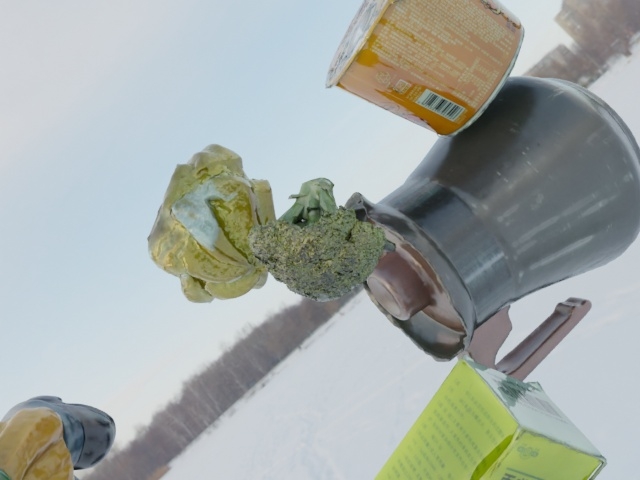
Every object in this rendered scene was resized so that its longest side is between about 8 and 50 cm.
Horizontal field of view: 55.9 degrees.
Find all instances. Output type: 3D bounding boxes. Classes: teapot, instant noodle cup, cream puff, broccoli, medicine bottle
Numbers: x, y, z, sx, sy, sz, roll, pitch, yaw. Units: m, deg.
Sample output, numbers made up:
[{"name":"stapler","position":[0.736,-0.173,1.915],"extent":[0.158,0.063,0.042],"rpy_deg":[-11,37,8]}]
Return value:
[{"name":"teapot","position":[0.238,0.002,0.835],"extent":[0.361,0.376,0.305],"rpy_deg":[-35,17,-15]},{"name":"instant noodle cup","position":[0.127,-0.239,0.736],"extent":[0.216,0.172,0.216],"rpy_deg":[-57,14,22]},{"name":"cream puff","position":[-0.215,-0.018,1.393],"extent":[0.378,0.275,0.378],"rpy_deg":[14,-90,-85]},{"name":"broccoli","position":[0.000,0.000,0.598],"extent":[0.131,0.120,0.130],"rpy_deg":[-15,-18,30]},{"name":"medicine bottle","position":[0.170,0.276,0.680],"extent":[0.250,0.137,0.141],"rpy_deg":[-59,24,12]}]

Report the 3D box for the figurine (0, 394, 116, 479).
[{"name":"figurine","position":[-0.243,0.191,0.361],"extent":[0.185,0.204,0.332],"rpy_deg":[-67,19,1]}]
